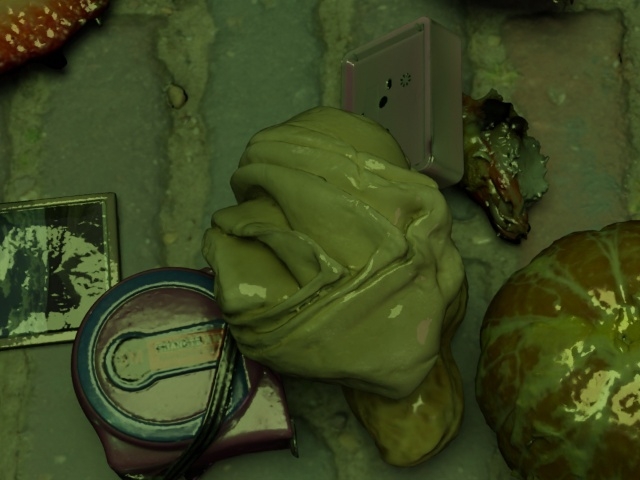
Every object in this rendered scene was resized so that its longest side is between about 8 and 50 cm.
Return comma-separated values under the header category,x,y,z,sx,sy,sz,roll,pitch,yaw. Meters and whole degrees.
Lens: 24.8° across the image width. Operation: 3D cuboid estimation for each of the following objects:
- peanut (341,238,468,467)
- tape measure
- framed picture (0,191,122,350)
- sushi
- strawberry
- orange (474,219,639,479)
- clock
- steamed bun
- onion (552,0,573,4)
category,x,y,z,sx,sy,sz,roll,pitch,yaw
peanut,0.093,0.100,1.616,0.147,0.147,0.305,3,71,6
tape measure,-0.156,0.154,1.620,0.232,0.149,0.245,-11,75,-1
framed picture,-0.365,0.042,1.746,0.260,0.023,0.189,-6,71,2
sushi,0.199,-0.107,1.710,0.103,0.097,0.226,-29,68,-6
strawberry,-0.404,-0.302,1.845,0.306,0.138,0.233,-10,86,-26
orange,0.326,0.139,1.522,0.329,0.249,0.329,-1,65,2
clock,0.094,-0.146,1.715,0.150,0.063,0.197,-21,60,42
steamed bun,-0.002,-0.001,1.501,0.276,0.203,0.289,8,84,46
onion,0.223,-0.371,1.800,0.227,0.120,0.283,-31,66,-9
